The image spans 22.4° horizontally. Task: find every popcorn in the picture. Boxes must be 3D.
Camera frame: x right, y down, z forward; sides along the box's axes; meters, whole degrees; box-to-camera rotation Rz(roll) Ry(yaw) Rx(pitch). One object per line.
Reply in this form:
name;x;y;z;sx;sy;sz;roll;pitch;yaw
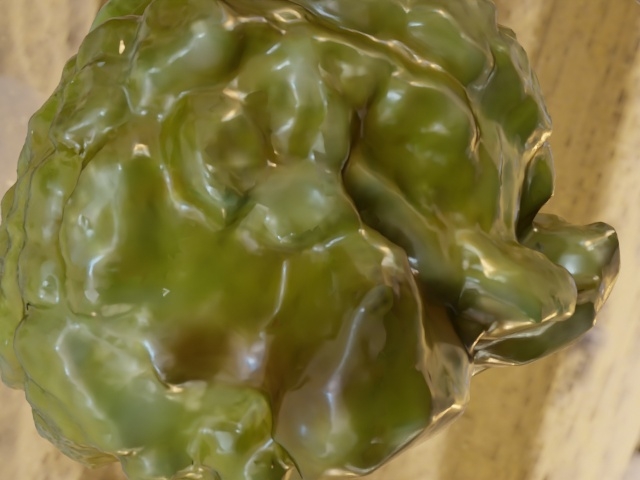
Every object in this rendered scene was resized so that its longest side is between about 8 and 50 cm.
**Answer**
popcorn;0.000;0.000;0.650;0.206;0.252;0.237;116;-6;-46

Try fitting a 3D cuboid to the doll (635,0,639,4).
doll;0.330;-0.188;1.349;0.135;0.241;0.098;-31;-160;53
